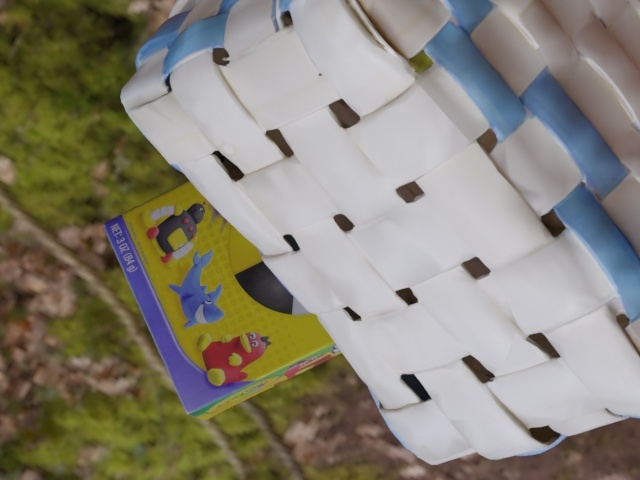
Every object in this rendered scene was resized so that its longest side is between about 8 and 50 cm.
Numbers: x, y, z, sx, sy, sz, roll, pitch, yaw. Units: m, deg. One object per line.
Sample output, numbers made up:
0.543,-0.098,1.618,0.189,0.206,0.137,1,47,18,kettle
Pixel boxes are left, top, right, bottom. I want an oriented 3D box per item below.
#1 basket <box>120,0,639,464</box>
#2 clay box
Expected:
0.081,-0.087,0.574,0.254,0.289,0.201,51,145,-15,basket
0.000,0.000,0.931,0.127,0.222,0.053,64,-177,13,clay box
